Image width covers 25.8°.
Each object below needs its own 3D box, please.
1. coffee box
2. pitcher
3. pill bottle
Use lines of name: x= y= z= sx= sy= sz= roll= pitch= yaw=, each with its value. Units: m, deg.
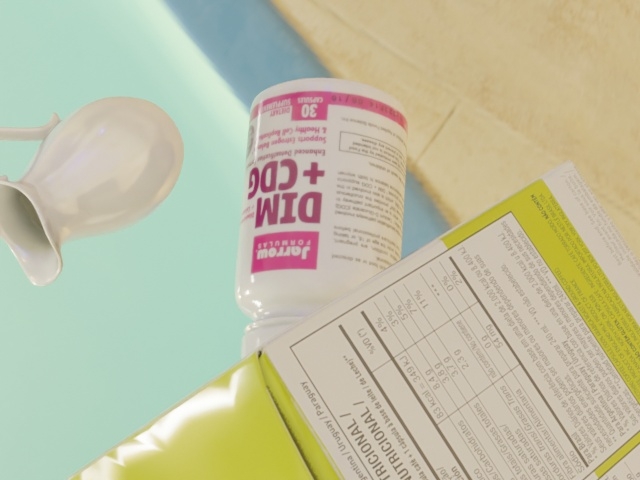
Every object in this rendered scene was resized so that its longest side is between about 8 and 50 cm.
coffee box: x=0.076 y=0.201 z=1.014 sx=0.338 sy=0.334 sz=0.337 roll=57 pitch=141 yaw=4
pitcher: x=-0.246 y=-0.074 z=1.345 sx=0.178 sy=0.207 sz=0.125 roll=43 pitch=137 yaw=7
pill bottle: x=0.000 y=0.000 z=1.356 sx=0.160 sy=0.160 sz=0.283 roll=-2 pitch=72 yaw=17
